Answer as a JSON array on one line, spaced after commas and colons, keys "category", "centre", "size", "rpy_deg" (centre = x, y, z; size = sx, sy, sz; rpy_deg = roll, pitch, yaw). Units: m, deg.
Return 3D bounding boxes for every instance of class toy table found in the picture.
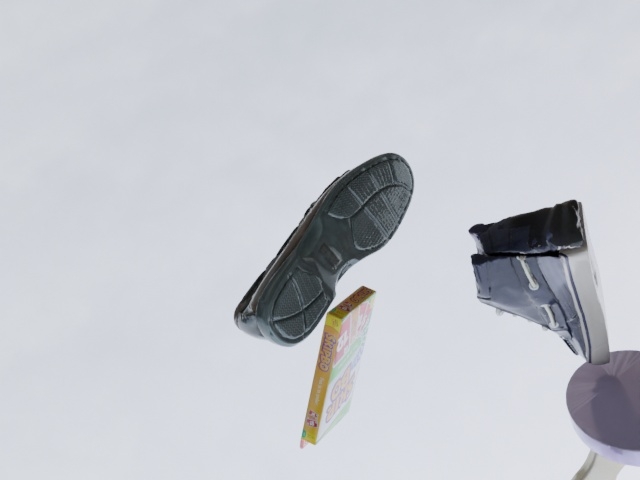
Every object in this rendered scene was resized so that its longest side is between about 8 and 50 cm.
[{"category": "toy table", "centre": [0.456, 0.287, 1.411], "size": [0.252, 0.161, 0.274], "rpy_deg": [-15, -161, 17]}]

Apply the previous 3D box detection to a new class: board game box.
[{"category": "board game box", "centre": [0.026, 0.208, 1.581], "size": [0.039, 0.260, 0.124], "rpy_deg": [24, -152, 20]}]

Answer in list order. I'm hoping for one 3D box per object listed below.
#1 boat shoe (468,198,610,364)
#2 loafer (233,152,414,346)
[{"category": "boat shoe", "centre": [0.308, 0.071, 1.380], "size": [0.158, 0.341, 0.127], "rpy_deg": [-9, -131, 18]}, {"category": "loafer", "centre": [0.000, 0.000, 1.074], "size": [0.084, 0.096, 0.267], "rpy_deg": [1, -136, 49]}]
